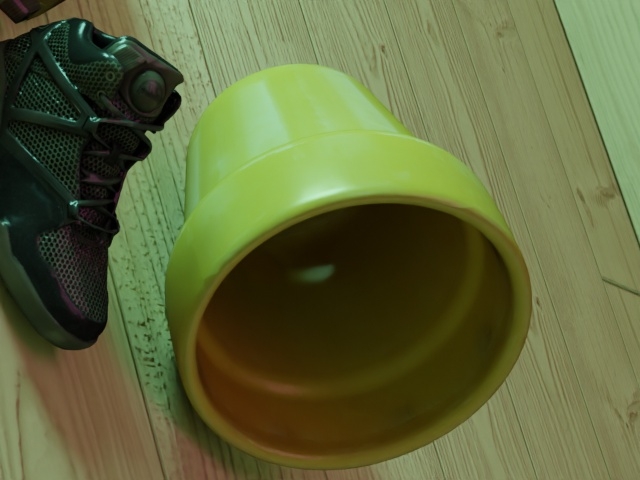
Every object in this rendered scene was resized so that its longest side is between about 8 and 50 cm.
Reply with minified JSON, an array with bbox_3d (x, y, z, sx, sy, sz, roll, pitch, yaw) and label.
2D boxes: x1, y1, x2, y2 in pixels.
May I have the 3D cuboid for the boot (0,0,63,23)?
[{"bbox_3d":[-0.219,-0.199,1.344,0.087,0.042,0.118,56,16,-5],"label":"boot"}]

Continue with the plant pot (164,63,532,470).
[{"bbox_3d":[0.000,0.000,1.407,0.254,0.254,0.239,49,12,-37],"label":"plant pot"}]

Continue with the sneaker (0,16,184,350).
[{"bbox_3d":[-0.151,-0.048,1.230,0.087,0.130,0.227,31,43,-53],"label":"sneaker"}]
